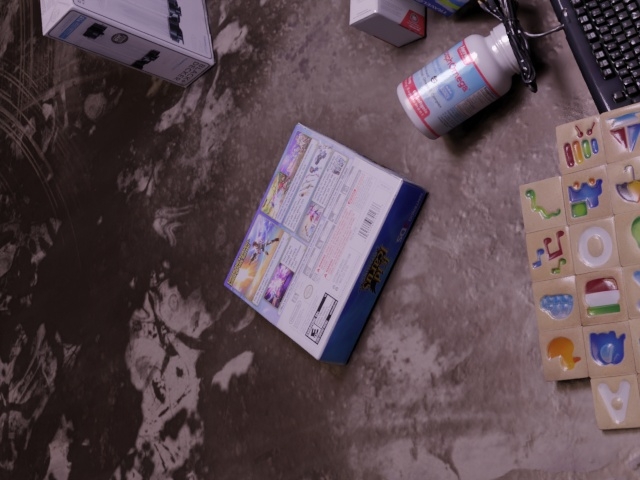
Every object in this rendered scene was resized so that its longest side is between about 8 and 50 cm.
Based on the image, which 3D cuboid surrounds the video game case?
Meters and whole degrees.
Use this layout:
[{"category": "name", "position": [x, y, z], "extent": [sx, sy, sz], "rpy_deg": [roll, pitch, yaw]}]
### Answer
[{"category": "video game case", "position": [0.000, 0.000, 1.501], "extent": [0.244, 0.061, 0.269], "rpy_deg": [34, 102, 45]}]

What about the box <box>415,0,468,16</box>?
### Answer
[{"category": "box", "position": [0.147, -0.344, 1.367], "extent": [0.042, 0.109, 0.178], "rpy_deg": [-66, 9, -8]}]

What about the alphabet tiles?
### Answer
[{"category": "alphabet tiles", "position": [0.346, 0.025, 1.125], "extent": [0.285, 0.011, 0.343], "rpy_deg": [-14, 79, 42]}]

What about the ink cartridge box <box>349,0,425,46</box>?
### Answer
[{"category": "ink cartridge box", "position": [0.095, -0.354, 1.488], "extent": [0.056, 0.099, 0.135], "rpy_deg": [-15, 66, 47]}]

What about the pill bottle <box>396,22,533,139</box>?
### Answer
[{"category": "pill bottle", "position": [0.183, -0.204, 1.348], "extent": [0.160, 0.087, 0.087], "rpy_deg": [-34, 54, 19]}]

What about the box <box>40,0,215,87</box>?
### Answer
[{"category": "box", "position": [-0.324, -0.384, 1.794], "extent": [0.087, 0.290, 0.169], "rpy_deg": [-33, 57, 37]}]

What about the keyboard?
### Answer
[{"category": "keyboard", "position": [0.302, -0.263, 1.247], "extent": [0.201, 0.033, 0.317], "rpy_deg": [-23, 59, 15]}]
